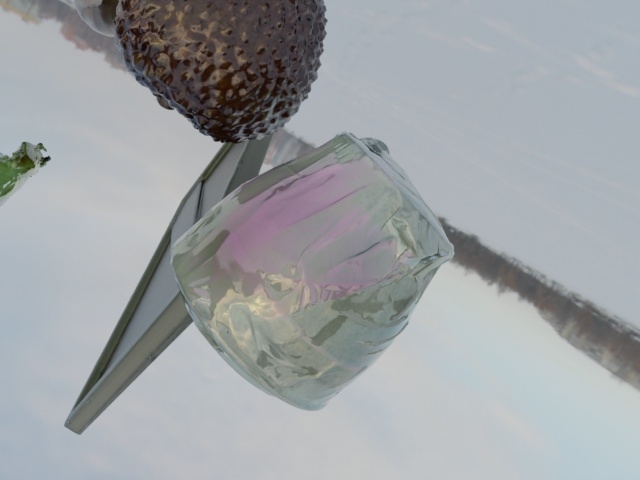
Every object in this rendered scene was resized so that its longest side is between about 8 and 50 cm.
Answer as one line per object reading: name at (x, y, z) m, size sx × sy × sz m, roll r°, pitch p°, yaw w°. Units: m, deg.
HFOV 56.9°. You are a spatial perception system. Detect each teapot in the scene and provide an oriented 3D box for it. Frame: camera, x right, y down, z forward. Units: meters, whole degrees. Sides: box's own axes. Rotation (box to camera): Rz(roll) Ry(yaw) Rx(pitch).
teapot at (0.009, 0.011, 0.457) m, size 0.163 × 0.178 × 0.221 m, roll 50°, pitch -172°, yaw 3°

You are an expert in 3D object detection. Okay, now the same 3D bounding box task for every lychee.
lychee at (-0.084, -0.184, 0.530) m, size 0.195 × 0.194 × 0.194 m, roll 30°, pitch -173°, yaw -4°

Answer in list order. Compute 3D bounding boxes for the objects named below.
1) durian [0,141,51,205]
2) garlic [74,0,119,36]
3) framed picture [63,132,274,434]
durian at (-0.312, -0.040, 0.377) m, size 0.163 × 0.198 × 0.394 m, roll 48°, pitch -175°, yaw -6°
garlic at (-0.221, -0.390, 0.816) m, size 0.257 × 0.207 × 0.207 m, roll -17°, pitch -141°, yaw -38°
framed picture at (-0.165, -0.009, 0.753) m, size 0.028 × 0.326 × 0.446 m, roll 33°, pitch -141°, yaw -18°
